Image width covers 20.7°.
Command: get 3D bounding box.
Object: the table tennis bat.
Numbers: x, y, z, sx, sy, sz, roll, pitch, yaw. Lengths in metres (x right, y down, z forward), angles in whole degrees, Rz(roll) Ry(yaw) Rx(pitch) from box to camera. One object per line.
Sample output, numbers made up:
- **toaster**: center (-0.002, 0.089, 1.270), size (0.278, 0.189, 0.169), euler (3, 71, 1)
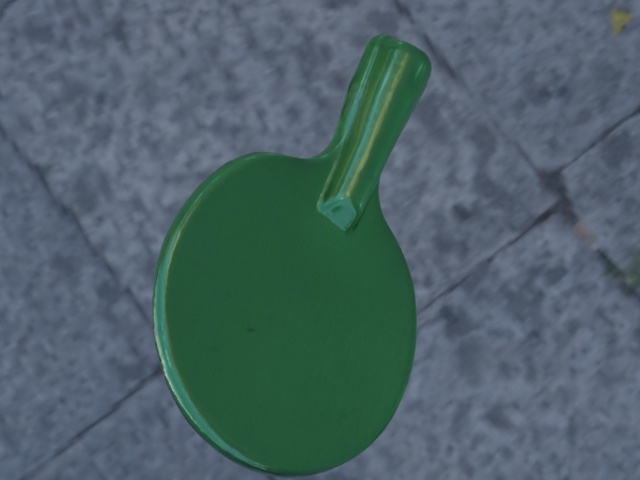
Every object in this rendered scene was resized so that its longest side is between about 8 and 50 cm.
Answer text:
- **table tennis bat**: center (0.000, 0.000, 0.905), size (0.160, 0.257, 0.039), euler (38, 151, -27)
